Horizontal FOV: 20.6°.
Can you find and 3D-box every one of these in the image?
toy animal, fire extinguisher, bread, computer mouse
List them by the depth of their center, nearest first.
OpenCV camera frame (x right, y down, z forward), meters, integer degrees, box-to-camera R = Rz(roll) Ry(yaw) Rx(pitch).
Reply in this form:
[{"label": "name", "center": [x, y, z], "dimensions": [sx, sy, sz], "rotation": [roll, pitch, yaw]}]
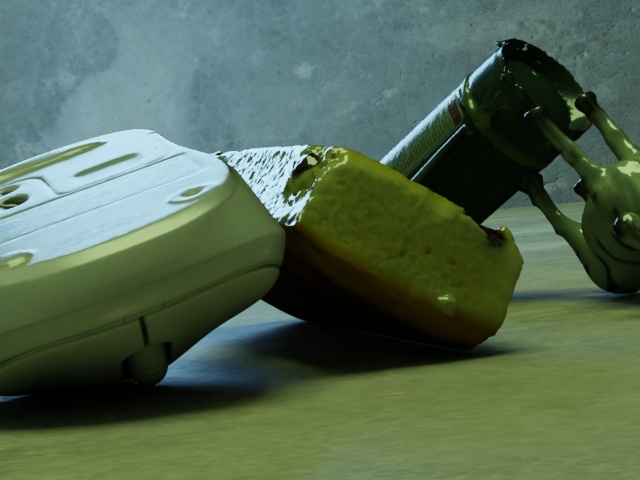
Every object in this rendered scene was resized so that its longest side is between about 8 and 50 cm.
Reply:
[{"label": "computer mouse", "center": [-0.123, 0.024, 0.964], "dimensions": [0.184, 0.121, 0.297], "rotation": [-19, 18, -17]}, {"label": "bread", "center": [0.000, 0.000, 1.103], "dimensions": [0.138, 0.077, 0.361], "rotation": [31, -8, -16]}, {"label": "toy animal", "center": [0.207, -0.010, 1.196], "dimensions": [0.073, 0.176, 0.217], "rotation": [-28, -23, -6]}, {"label": "fire extinguisher", "center": [0.071, -0.029, 1.343], "dimensions": [0.294, 0.093, 0.118], "rotation": [-43, 4, 30]}]
